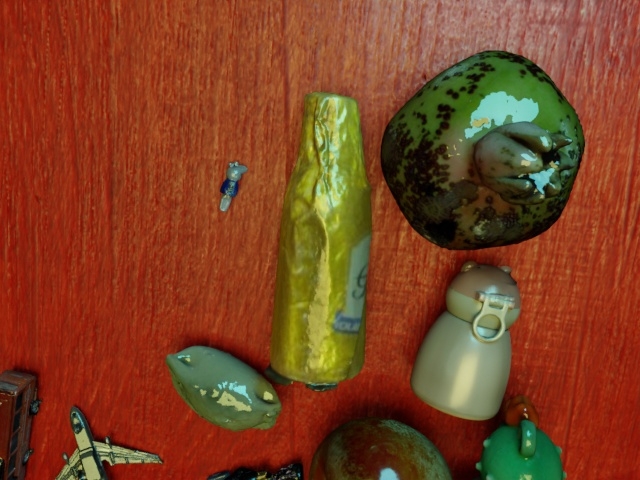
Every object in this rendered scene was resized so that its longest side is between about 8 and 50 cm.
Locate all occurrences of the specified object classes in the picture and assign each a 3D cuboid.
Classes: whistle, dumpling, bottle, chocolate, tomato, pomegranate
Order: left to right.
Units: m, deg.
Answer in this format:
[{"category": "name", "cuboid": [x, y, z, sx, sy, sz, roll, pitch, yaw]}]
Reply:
[{"category": "dumpling", "cuboid": [-0.174, 0.266, 1.086, 0.217, 0.105, 0.149, 30, 102, -5]}, {"category": "whistle", "cuboid": [-0.144, -0.087, 1.045, 0.033, 0.029, 0.083, 18, 96, -18]}, {"category": "chocolate", "cuboid": [-0.102, 0.425, 1.140, 0.147, 0.072, 0.070, 0, 100, -3]}, {"category": "chocolate", "cuboid": [0.000, 0.000, 0.991, 0.162, 0.162, 0.445, 3, 102, 2]}, {"category": "tomato", "cuboid": [0.106, 0.417, 1.031, 0.223, 0.270, 0.270, 1, 104, -22]}, {"category": "bottle", "cuboid": [0.241, 0.148, 1.024, 0.148, 0.147, 0.236, 15, 98, -1]}, {"category": "pomegranate", "cuboid": [0.229, -0.105, 0.863, 0.285, 0.340, 0.284, 0, 104, -1]}]

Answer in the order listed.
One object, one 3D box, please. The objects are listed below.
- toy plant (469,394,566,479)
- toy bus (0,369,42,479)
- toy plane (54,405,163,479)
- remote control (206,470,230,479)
[{"category": "toy plant", "cuboid": [0.302, 0.434, 1.018, 0.185, 0.279, 0.400, 25, 126, 33]}, {"category": "toy bus", "cuboid": [-0.551, 0.345, 1.128, 0.074, 0.096, 0.234, 14, 102, 2]}, {"category": "toy plane", "cuboid": [-0.404, 0.404, 1.153, 0.226, 0.058, 0.226, -20, 102, -9]}, {"category": "remote control", "cuboid": [-0.159, 0.494, 1.179, 0.044, 0.027, 0.152, -20, 99, 11]}]
